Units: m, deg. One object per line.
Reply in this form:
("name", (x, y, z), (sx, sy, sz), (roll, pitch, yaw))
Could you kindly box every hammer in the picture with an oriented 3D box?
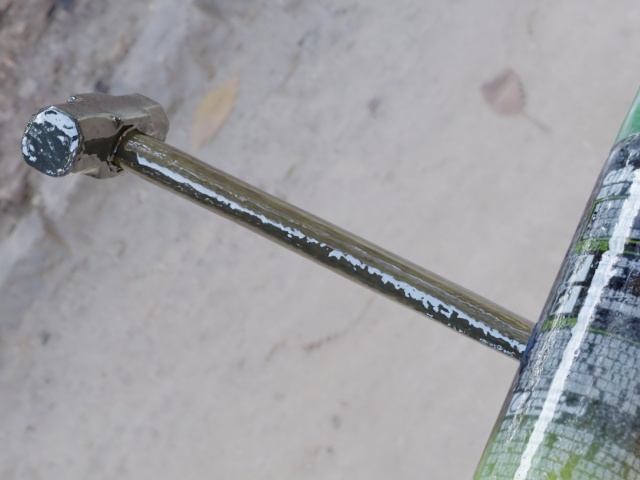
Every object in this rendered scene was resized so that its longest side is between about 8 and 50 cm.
("hammer", (0.000, 0.000, 0.972), (0.365, 0.111, 0.043), (25, 106, 19))

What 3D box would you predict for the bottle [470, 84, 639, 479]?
("bottle", (0.164, 0.027, 0.838), (0.093, 0.093, 0.330), (-2, 54, 48))
